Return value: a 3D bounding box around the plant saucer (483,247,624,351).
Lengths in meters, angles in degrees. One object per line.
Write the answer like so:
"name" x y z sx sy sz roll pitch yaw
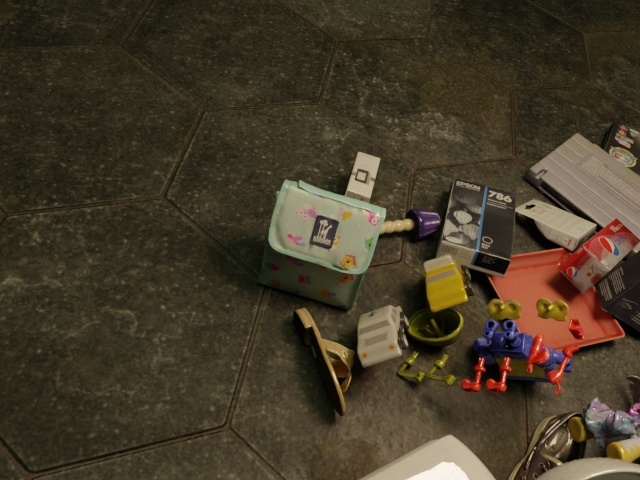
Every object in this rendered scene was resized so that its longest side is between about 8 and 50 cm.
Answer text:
"plant saucer" 0.523 0.144 1.496 0.258 0.047 0.259 -7 54 -20

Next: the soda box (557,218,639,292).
"soda box" 0.669 0.032 1.550 0.083 0.092 0.263 48 39 17

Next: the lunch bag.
"lunch bag" 0.000 0.000 1.337 0.223 0.262 0.160 17 49 -1

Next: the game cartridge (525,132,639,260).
"game cartridge" 0.763 -0.125 1.754 0.230 0.068 0.355 -32 65 -27

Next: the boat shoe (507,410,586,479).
"boat shoe" 0.423 0.429 1.202 0.103 0.092 0.285 33 51 13

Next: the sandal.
"sandal" 0.027 0.221 1.275 0.079 0.088 0.240 -16 52 -19

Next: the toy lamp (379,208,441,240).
"toy lamp" 0.153 -0.028 1.525 0.275 0.080 0.080 -8 54 -17

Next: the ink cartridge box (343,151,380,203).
"ink cartridge box" 0.088 -0.113 1.558 0.060 0.104 0.180 18 49 -1

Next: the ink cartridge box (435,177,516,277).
"ink cartridge box" 0.385 -0.056 1.581 0.165 0.065 0.332 15 40 6

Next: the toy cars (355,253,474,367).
"toy cars" 0.188 0.123 1.338 0.394 0.176 0.087 -31 104 -34

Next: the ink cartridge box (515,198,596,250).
"ink cartridge box" 0.593 -0.042 1.662 0.179 0.045 0.145 27 31 32

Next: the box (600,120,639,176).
"box" 0.955 -0.220 1.903 0.270 0.060 0.216 29 49 10

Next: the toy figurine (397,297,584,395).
"toy figurine" 0.368 0.253 1.317 0.363 0.217 0.191 -6 54 39

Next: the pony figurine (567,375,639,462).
"pony figurine" 0.645 0.380 1.179 0.364 0.303 0.351 4 60 -18

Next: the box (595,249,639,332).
"box" 0.745 0.119 1.470 0.156 0.158 0.093 31 36 -13

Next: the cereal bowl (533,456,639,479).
"cereal bowl" 0.409 0.487 0.984 0.339 0.141 0.339 0 91 -10

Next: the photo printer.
"photo printer" 0.183 0.484 1.083 0.308 0.107 0.256 -19 60 -28
